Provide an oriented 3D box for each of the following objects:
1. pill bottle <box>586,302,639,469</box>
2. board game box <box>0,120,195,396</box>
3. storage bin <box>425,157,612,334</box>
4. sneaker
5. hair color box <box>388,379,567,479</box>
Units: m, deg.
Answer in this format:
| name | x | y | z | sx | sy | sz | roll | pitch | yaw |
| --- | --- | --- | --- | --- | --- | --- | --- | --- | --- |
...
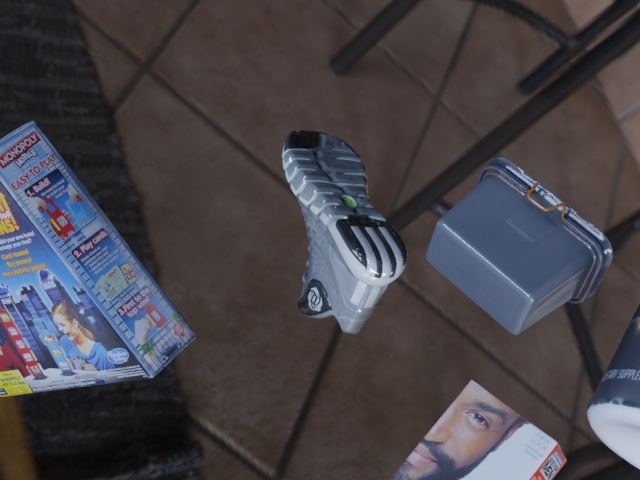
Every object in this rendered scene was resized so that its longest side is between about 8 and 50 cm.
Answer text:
| name | x | y | z | sx | sy | sz | roll | pitch | yaw |
| --- | --- | --- | --- | --- | --- | --- | --- | --- | --- |
| pill bottle | 0.288 | 0.043 | 0.779 | 0.130 | 0.130 | 0.246 | 37 | 72 | -17 |
| board game box | -0.218 | 0.017 | 0.873 | 0.060 | 0.194 | 0.194 | -44 | 115 | -47 |
| storage bin | 0.159 | 0.007 | 0.966 | 0.135 | 0.098 | 0.091 | 41 | 56 | 21 |
| sneaker | 0.000 | 0.000 | 1.103 | 0.086 | 0.132 | 0.229 | 6 | 35 | -23 |
| hair color box | 0.109 | 0.208 | 0.936 | 0.093 | 0.167 | 0.053 | 35 | -11 | 32 |
